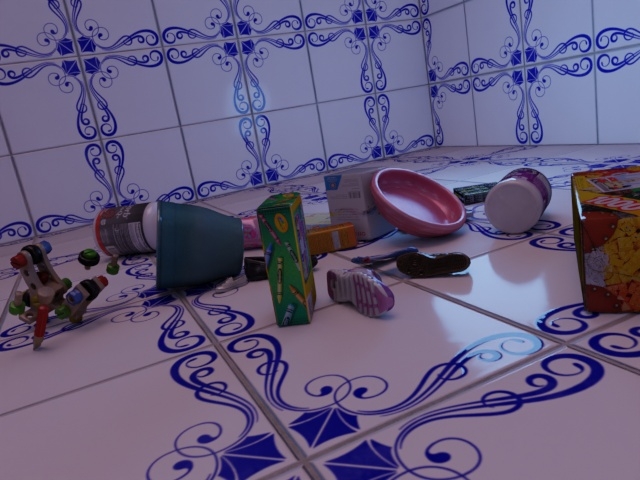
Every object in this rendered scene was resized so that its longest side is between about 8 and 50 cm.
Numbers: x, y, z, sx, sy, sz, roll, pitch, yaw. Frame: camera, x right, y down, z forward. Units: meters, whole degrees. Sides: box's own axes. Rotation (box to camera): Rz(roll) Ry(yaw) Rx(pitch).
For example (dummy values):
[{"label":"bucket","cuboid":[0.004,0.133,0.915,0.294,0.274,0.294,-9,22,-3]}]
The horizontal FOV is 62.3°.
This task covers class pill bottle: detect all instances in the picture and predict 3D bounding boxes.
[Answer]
[{"label":"pill bottle","cuboid":[0.640,-0.140,1.689,0.169,0.169,0.301,-1,16,31]},{"label":"pill bottle","cuboid":[-0.738,-0.052,2.213,0.363,0.210,0.210,-6,14,14]}]

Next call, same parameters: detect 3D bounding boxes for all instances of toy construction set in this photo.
[{"label":"toy construction set","cuboid":[-0.728,0.177,1.437,0.257,0.237,0.309,17,27,-14]}]

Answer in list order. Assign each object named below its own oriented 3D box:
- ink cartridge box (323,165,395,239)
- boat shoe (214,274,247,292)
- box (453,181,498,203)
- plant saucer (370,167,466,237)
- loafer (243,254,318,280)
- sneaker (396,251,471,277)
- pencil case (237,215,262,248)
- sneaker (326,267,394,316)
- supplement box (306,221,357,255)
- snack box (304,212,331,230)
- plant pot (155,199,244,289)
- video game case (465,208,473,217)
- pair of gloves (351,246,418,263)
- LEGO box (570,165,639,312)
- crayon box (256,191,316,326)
[{"label":"ink cartridge box","cuboid":[0.142,-0.132,1.870,0.171,0.233,0.168,2,16,42]},{"label":"boat shoe","cuboid":[-0.262,0.123,1.540,0.100,0.035,0.035,-16,15,-26]},{"label":"box","cuboid":[0.658,-0.197,2.168,0.190,0.045,0.184,-9,16,2]},{"label":"plant saucer","cuboid":[0.312,-0.117,1.743,0.332,0.084,0.332,15,35,-11]},{"label":"loafer","cuboid":[-0.120,0.066,1.580,0.223,0.078,0.076,-9,14,3]},{"label":"sneaker","cuboid":[0.294,0.064,1.374,0.188,0.066,0.071,-1,-4,25]},{"label":"pencil case","cuboid":[-0.252,-0.028,1.969,0.284,0.124,0.124,-5,14,13]},{"label":"sneaker","cuboid":[0.109,0.108,1.240,0.104,0.095,0.236,-8,11,-27]},{"label":"supplement box","cuboid":[0.000,0.000,1.767,0.233,0.080,0.078,-13,12,-5]},{"label":"snack box","cuboid":[-0.034,-0.060,2.063,0.322,0.060,0.187,0,17,34]},{"label":"plant pot","cuboid":[-0.372,0.014,1.627,0.255,0.272,0.271,1,10,-17]},{"label":"video game case","cuboid":[0.428,-0.093,1.904,0.190,0.022,0.173,-10,14,-3]},{"label":"pair of gloves","cuboid":[0.179,0.042,1.481,0.159,0.023,0.198,-9,-5,-15]},{"label":"LEGO box","cuboid":[0.746,-0.031,1.124,0.372,0.193,0.500,-4,15,24]},{"label":"crayon box","cuboid":[-0.073,0.039,1.238,0.081,0.278,0.165,-7,14,7]}]
